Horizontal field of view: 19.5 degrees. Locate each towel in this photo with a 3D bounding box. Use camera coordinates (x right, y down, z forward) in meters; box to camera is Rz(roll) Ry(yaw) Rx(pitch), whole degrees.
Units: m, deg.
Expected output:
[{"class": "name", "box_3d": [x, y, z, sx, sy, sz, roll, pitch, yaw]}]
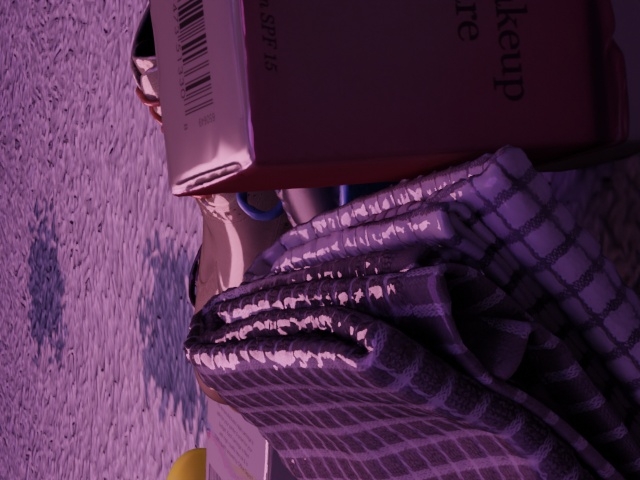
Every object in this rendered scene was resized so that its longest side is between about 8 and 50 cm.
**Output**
[{"class": "towel", "box_3d": [0.070, 0.095, 0.923, 0.235, 0.121, 0.283, 50, 158, -11]}]

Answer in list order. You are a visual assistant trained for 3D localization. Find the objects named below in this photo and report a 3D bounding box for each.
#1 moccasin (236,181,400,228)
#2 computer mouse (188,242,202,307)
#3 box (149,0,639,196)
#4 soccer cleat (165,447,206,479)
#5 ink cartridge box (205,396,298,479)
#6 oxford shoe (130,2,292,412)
[{"class": "moccasin", "box_3d": [0.011, -0.091, 1.080, 0.117, 0.138, 0.342, 9, 118, 47]}, {"class": "computer mouse", "box_3d": [0.000, 0.000, 1.293, 0.262, 0.060, 0.184, 35, 109, 58]}, {"class": "box", "box_3d": [0.044, -0.106, 0.916, 0.127, 0.232, 0.148, 167, 98, -67]}, {"class": "soccer cleat", "box_3d": [-0.060, 0.305, 1.457, 0.121, 0.093, 0.289, -10, 87, 57]}, {"class": "ink cartridge box", "box_3d": [-0.030, 0.157, 1.361, 0.127, 0.072, 0.175, -140, 50, -60]}, {"class": "oxford shoe", "box_3d": [-0.061, -0.077, 1.190, 0.140, 0.146, 0.397, 23, 110, 57]}]
